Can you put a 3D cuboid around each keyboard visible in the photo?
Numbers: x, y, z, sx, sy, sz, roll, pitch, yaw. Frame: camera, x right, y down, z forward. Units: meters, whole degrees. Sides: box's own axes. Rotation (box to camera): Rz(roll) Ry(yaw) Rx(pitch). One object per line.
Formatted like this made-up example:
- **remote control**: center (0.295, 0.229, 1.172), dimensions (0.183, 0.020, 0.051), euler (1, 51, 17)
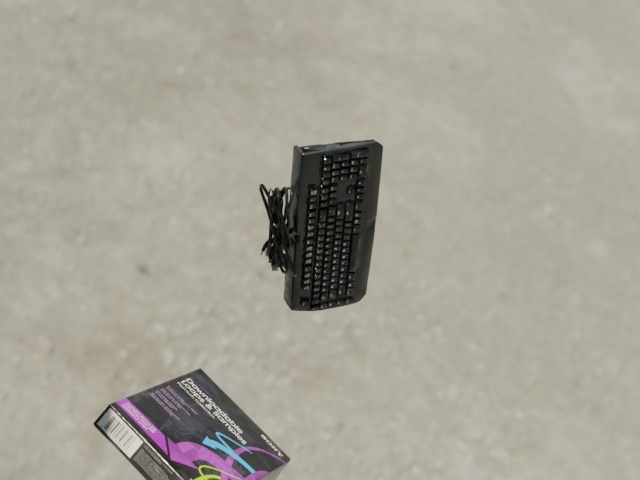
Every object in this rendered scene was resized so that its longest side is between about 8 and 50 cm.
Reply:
- **keyboard**: center (0.000, 0.000, 1.540), dimensions (0.100, 0.192, 0.038), euler (-7, 46, -10)

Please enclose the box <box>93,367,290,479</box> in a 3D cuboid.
- **box**: center (-0.102, 0.165, 1.537), dimensions (0.116, 0.029, 0.162), euler (44, 20, 12)
